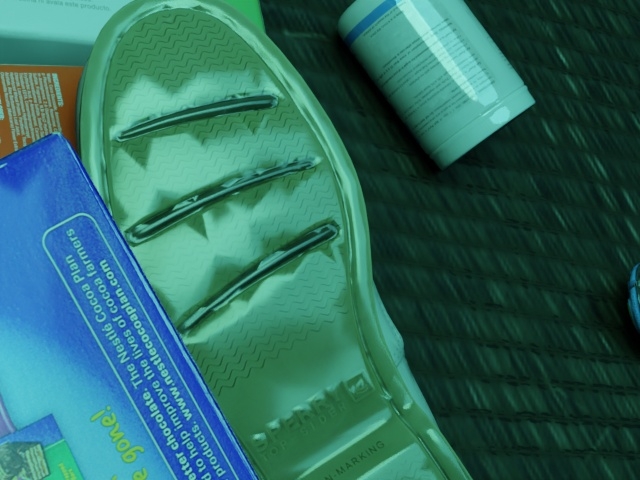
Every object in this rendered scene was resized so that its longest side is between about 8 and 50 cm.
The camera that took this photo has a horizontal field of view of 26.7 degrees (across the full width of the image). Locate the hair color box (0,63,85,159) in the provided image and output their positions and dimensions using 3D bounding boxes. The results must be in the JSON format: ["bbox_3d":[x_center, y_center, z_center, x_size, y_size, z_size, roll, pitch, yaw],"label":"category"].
[{"bbox_3d":[-0.125,-0.037,0.613,0.167,0.093,0.053,-5,71,-33],"label":"hair color box"}]

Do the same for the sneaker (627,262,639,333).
[{"bbox_3d":[0.266,0.050,0.822,0.188,0.078,0.067,21,58,-21],"label":"sneaker"}]

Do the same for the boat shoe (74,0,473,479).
[{"bbox_3d":[-0.021,0.047,0.563,0.113,0.103,0.302,-22,85,-15],"label":"boat shoe"}]

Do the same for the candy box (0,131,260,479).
[{"bbox_3d":[-0.168,0.153,0.434,0.317,0.122,0.268,-31,96,-32],"label":"candy box"}]

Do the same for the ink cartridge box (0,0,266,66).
[{"bbox_3d":[-0.130,-0.171,0.675,0.160,0.092,0.219,2,66,-32],"label":"ink cartridge box"}]

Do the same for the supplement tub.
[{"bbox_3d":[0.066,-0.102,0.778,0.071,0.071,0.107,-33,87,-38],"label":"supplement tub"}]
